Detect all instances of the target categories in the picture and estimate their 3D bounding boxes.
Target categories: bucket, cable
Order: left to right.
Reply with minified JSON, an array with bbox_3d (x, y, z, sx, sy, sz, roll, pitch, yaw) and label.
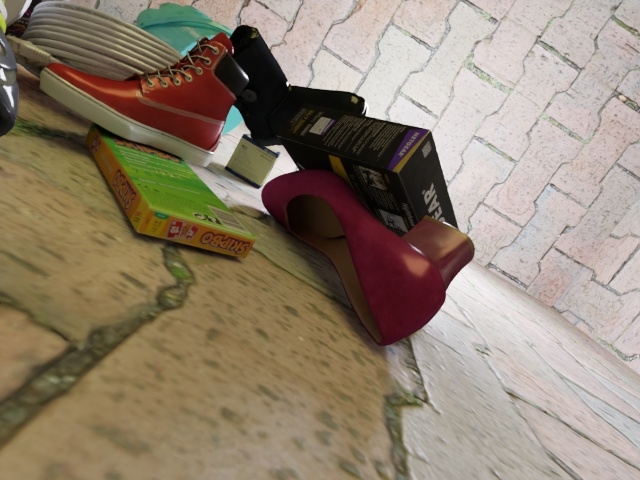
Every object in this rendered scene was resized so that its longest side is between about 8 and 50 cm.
[{"bbox_3d":[-0.321,-0.266,0.664,0.257,0.089,0.257,13,0,-19],"label":"cable"},{"bbox_3d":[-0.293,-0.386,0.977,0.183,0.281,0.281,42,16,29],"label":"bucket"}]

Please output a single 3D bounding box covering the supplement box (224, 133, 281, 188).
[{"bbox_3d":[-0.140,-0.166,0.874,0.083,0.083,0.056,30,13,-8],"label":"supplement box"}]

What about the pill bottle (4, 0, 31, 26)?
[{"bbox_3d":[-0.535,-0.418,0.582,0.224,0.224,0.392,18,18,-47],"label":"pill bottle"}]

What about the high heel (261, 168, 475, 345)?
[{"bbox_3d":[0.000,0.000,0.575,0.377,0.127,0.181,19,44,41],"label":"high heel"}]

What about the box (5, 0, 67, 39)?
[{"bbox_3d":[-0.650,-0.518,0.892,0.163,0.142,0.247,25,15,-34],"label":"box"}]

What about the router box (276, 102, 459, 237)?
[{"bbox_3d":[0.094,-0.070,0.701,0.243,0.081,0.309,27,-18,39],"label":"router box"}]

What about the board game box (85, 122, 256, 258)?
[{"bbox_3d":[-0.187,-0.069,0.491,0.124,0.039,0.259,19,19,-46],"label":"board game box"}]

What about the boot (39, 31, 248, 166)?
[{"bbox_3d":[-0.203,-0.210,0.533,0.088,0.176,0.244,37,14,28],"label":"boot"}]

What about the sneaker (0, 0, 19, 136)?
[{"bbox_3d":[-0.290,-0.103,0.198,0.300,0.111,0.121,-33,107,-59],"label":"sneaker"}]

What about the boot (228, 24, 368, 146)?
[{"bbox_3d":[-0.065,-0.261,0.712,0.247,0.094,0.207,-2,-30,26],"label":"boot"}]
